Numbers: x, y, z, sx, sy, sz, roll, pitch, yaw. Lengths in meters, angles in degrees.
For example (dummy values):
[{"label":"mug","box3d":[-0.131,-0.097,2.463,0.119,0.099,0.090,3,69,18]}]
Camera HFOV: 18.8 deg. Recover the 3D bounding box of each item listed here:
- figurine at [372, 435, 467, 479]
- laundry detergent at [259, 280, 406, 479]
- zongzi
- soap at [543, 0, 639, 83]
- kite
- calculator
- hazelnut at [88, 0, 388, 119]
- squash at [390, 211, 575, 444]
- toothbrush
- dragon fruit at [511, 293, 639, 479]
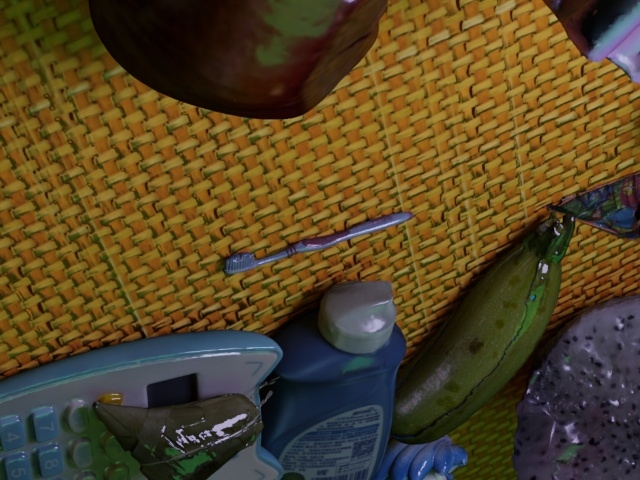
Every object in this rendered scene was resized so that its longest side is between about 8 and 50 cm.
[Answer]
[{"label":"figurine","box3d":[0.104,0.251,2.143,0.114,0.079,0.114,-20,-167,5]},{"label":"laundry detergent","box3d":[0.011,0.140,1.907,0.143,0.094,0.290,1,137,-13]},{"label":"zongzi","box3d":[-0.114,0.148,1.754,0.154,0.062,0.130,-38,115,-5]},{"label":"soap","box3d":[0.279,-0.296,1.409,0.324,0.193,0.109,-46,146,23]},{"label":"kite","box3d":[0.328,-0.049,1.962,0.241,0.014,0.183,-16,145,-19]},{"label":"calculator","box3d":[-0.223,0.202,1.809,0.386,0.054,0.256,-16,136,-17]},{"label":"hazelnut","box3d":[-0.055,-0.183,1.343,0.181,0.181,0.212,-38,164,-48]},{"label":"squash","box3d":[0.172,0.101,1.977,0.094,0.094,0.341,4,135,-41]},{"label":"toothbrush","box3d":[0.000,0.000,1.770,0.193,0.013,0.019,-15,137,-21]},{"label":"dragon fruit","box3d":[0.331,0.191,2.133,0.221,0.203,0.283,-14,114,-73]}]
